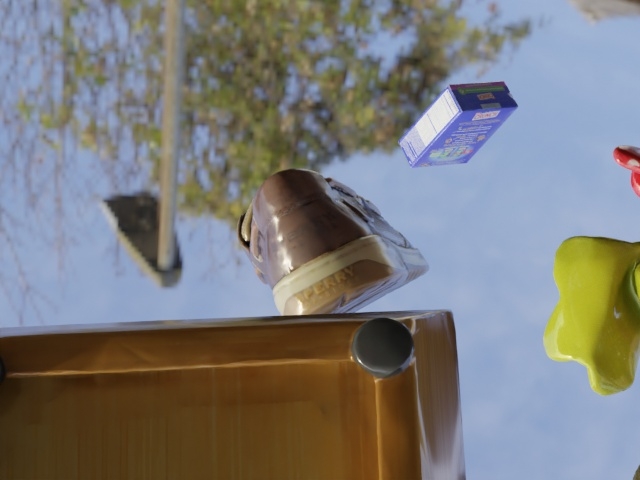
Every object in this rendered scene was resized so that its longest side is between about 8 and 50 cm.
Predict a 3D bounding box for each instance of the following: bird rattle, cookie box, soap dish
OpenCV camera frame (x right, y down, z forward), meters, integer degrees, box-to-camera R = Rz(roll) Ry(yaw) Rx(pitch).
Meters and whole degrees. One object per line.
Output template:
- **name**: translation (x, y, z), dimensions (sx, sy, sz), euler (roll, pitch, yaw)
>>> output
- **bird rattle**: translation (0.264, 0.025, 0.997), dimensions (0.143, 0.253, 0.207), euler (-33, -102, -29)
- **cookie box**: translation (0.154, -0.129, 1.745), dimensions (0.091, 0.107, 0.040), euler (-7, -119, -40)
- **soap dish**: translation (-0.051, 0.162, 0.611), dimensions (0.228, 0.118, 0.291), euler (-2, -110, 0)

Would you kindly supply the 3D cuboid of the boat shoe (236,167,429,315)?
- **boat shoe**: translation (0.000, 0.000, 1.199), dimensions (0.123, 0.342, 0.123), euler (-30, -95, 5)

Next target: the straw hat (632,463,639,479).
- **straw hat**: translation (0.276, 0.207, 1.244), dimensions (0.061, 0.144, 0.144), euler (-3, -140, 9)
